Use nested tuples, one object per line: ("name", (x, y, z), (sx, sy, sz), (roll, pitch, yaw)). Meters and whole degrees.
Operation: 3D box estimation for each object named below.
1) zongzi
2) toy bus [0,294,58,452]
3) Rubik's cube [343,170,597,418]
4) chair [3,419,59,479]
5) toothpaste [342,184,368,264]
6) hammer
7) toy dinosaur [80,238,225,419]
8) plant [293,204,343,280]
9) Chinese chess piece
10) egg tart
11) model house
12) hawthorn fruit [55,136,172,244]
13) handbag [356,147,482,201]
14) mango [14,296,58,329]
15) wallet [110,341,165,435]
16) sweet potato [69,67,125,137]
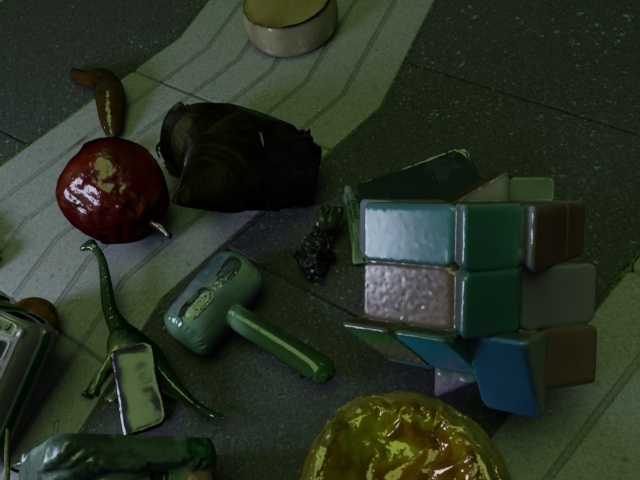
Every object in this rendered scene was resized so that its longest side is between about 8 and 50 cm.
("zongzi", (-0.264, -0.171, 1.323), (0.403, 0.208, 0.432), (23, 25, 28))
("toy bus", (-0.613, 0.260, 1.169), (0.179, 0.143, 0.306), (21, 83, 9))
("Rubik's cube", (0.231, 0.071, 1.034), (0.387, 0.368, 0.359), (-1, 94, 4))
("chair", (-0.480, 0.421, 1.093), (0.095, 0.104, 0.222), (-26, 53, 35))
("toothpaste", (0.074, -0.036, 1.360), (0.048, 0.029, 0.197), (-5, 57, -8))
("hammer", (-0.114, 0.167, 1.214), (0.335, 0.119, 0.206), (30, 66, 19))
("toy dinosaur", (-0.336, 0.175, 1.255), (0.446, 0.087, 0.301), (15, 61, 15))
("plant", (0.000, 0.000, 1.324), (0.085, 0.087, 0.174), (25, 64, -9))
("Chinese chess piece", (-0.081, -0.604, 1.737), (0.257, 0.104, 0.257), (-5, 55, 7))
("egg tart", (0.125, 0.398, 0.985), (0.341, 0.132, 0.341), (-4, 56, 6))
("model house", (-0.294, 0.461, 0.948), (0.267, 0.194, 0.325), (12, 62, -32))
("hawthorn fruit", (-0.408, -0.090, 1.378), (0.266, 0.230, 0.210), (30, 36, 11))
("handbag", (0.216, -0.048, 1.311), (0.260, 0.079, 0.248), (-16, 54, 0))
("mango", (-0.591, 0.188, 1.295), (0.111, 0.089, 0.163), (11, 67, 30))
("wallet", (-0.321, 0.258, 1.147), (0.082, 0.018, 0.157), (-17, 67, -4))
("sweet potato", (-0.568, -0.388, 1.697), (0.108, 0.079, 0.346), (-39, 54, -1))
